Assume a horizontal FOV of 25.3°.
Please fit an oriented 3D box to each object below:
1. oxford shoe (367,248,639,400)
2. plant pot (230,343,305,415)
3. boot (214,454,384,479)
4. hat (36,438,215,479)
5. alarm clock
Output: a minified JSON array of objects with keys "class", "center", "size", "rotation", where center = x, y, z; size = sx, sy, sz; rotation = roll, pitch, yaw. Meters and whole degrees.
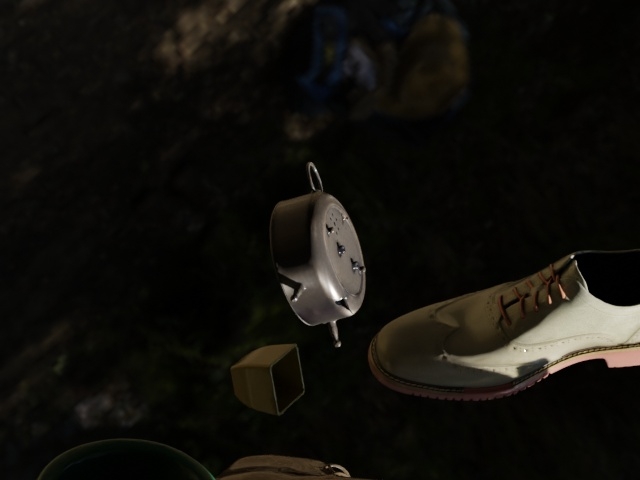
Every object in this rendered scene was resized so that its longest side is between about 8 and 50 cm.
[{"class":"oxford shoe","center":[0.246,0.075,1.630],"size":[0.397,0.140,0.146],"rotation":[-13,139,-6]},{"class":"plant pot","center":[-0.082,0.199,2.072],"size":[0.081,0.083,0.081],"rotation":[-36,123,-53]},{"class":"boot","center":[0.010,0.262,1.454],"size":[0.305,0.112,0.115],"rotation":[-3,-153,28]},{"class":"hat","center":[-0.208,0.318,1.390],"size":[0.208,0.173,0.184],"rotation":[-1,124,-19]},{"class":"alarm clock","center":[0.000,0.000,1.439],"size":[0.064,0.192,0.129],"rotation":[-18,145,18]}]
